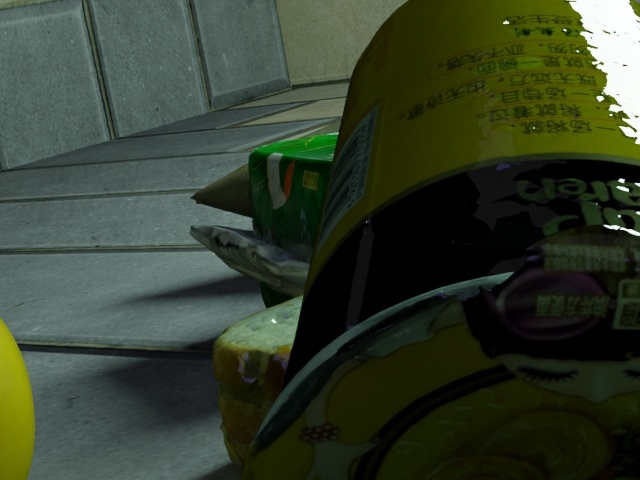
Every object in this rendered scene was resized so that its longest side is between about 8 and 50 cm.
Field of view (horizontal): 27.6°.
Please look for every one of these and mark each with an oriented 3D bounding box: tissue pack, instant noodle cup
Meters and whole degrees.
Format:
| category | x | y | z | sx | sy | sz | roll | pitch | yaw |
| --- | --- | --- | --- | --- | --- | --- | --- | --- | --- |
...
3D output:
| category | x | y | z | sx | sy | sz | roll | pitch | yaw |
| --- | --- | --- | --- | --- | --- | --- | --- | --- | --- |
| tissue pack | -0.001 | 0.001 | 1.008 | 0.156 | 0.148 | 0.209 | -13 | 11 | -19 |
| instant noodle cup | 0.080 | 0.014 | 0.498 | 0.215 | 0.215 | 0.236 | -9 | 41 | 9 |

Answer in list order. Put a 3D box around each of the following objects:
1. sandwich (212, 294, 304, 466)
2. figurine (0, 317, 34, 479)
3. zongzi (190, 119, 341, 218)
| category | x | y | z | sx | sy | sz | roll | pitch | yaw |
| --- | --- | --- | --- | --- | --- | --- | --- | --- | --- |
| sandwich | 0.090 | 0.070 | 0.726 | 0.249 | 0.095 | 0.273 | -17 | 12 | -33 |
| figurine | -0.297 | 0.128 | 0.617 | 0.343 | 0.187 | 0.215 | -28 | 7 | -37 |
| zongzi | 0.070 | -0.085 | 1.319 | 0.317 | 0.154 | 0.289 | 3 | 16 | 26 |
